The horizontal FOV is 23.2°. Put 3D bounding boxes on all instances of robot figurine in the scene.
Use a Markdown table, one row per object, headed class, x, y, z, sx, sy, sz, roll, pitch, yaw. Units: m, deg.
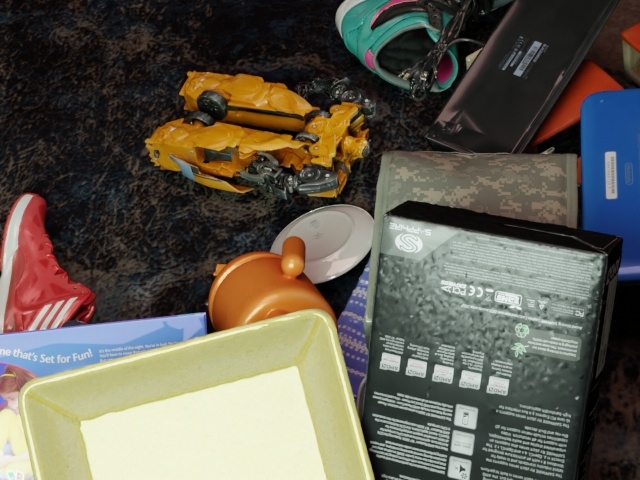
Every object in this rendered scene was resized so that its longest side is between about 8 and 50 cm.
| class | x | y | z | sx | sy | sz | roll | pitch | yaw |
| --- | --- | --- | --- | --- | --- | --- | --- | --- | --- |
| robot figurine | -0.056 | 0.087 | 1.790 | 0.128 | 0.158 | 0.219 | -20 | 25 | -11 |
| robot figurine | -0.067 | -0.137 | 2.037 | 0.291 | 0.085 | 0.211 | 12 | 54 | 21 |

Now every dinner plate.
| class | x | y | z | sx | sy | sz | roll | pitch | yaw |
| --- | --- | --- | --- | --- | --- | --- | --- | --- | --- |
| dinner plate | 0.000 | 0.000 | 1.930 | 0.141 | 0.017 | 0.141 | -15 | 38 | 12 |

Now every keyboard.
| class | x | y | z | sx | sy | sz | roll | pitch | yaw |
| --- | --- | --- | --- | --- | --- | --- | --- | --- | --- |
| keyboard | 0.229 | -0.235 | 1.971 | 0.201 | 0.033 | 0.317 | 25 | 68 | 26 |

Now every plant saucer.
| class | x | y | z | sx | sy | sz | roll | pitch | yaw |
| --- | --- | --- | --- | --- | --- | --- | --- | --- | --- |
| plant saucer | -0.109 | 0.269 | 1.589 | 0.332 | 0.081 | 0.333 | -14 | 80 | -1 |

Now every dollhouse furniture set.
| class | x | y | z | sx | sy | sz | roll | pitch | yaw |
| --- | --- | --- | --- | --- | --- | --- | --- | --- | --- |
| dollhouse furniture set | 0.347 | -0.198 | 1.975 | 0.259 | 0.135 | 0.262 | -30 | 51 | -14 |

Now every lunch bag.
| class | x | y | z | sx | sy | sz | roll | pitch | yaw |
| --- | --- | --- | --- | --- | --- | --- | --- | --- | --- |
| lunch bag | 0.176 | 0.020 | 1.761 | 0.235 | 0.169 | 0.287 | 1 | 54 | 9 |

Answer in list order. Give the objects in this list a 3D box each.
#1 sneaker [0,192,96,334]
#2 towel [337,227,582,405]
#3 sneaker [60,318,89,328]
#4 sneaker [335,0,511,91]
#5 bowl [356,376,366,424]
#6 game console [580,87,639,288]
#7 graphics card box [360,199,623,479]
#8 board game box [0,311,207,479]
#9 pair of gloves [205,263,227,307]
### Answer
| class | x | y | z | sx | sy | sz | roll | pitch | yaw |
| --- | --- | --- | --- | --- | --- | --- | --- | --- | --- |
| sneaker | -0.335 | 0.043 | 1.950 | 0.128 | 0.087 | 0.221 | 4 | 62 | 4 |
| towel | 0.147 | 0.082 | 1.838 | 0.243 | 0.040 | 0.336 | 14 | 54 | 20 |
| sneaker | -0.333 | 0.186 | 1.802 | 0.282 | 0.099 | 0.153 | -11 | 50 | -3 |
| sneaker | 0.177 | -0.295 | 2.096 | 0.295 | 0.124 | 0.178 | -21 | 44 | 3 |
| bowl | 0.111 | 0.207 | 1.695 | 0.142 | 0.053 | 0.142 | 0 | 93 | 13 |
| game console | 0.431 | -0.023 | 1.792 | 0.250 | 0.173 | 0.293 | -3 | 48 | 12 |
| graphics card box | 0.161 | 0.159 | 1.572 | 0.232 | 0.371 | 0.094 | 10 | 16 | 20 |
| board game box | -0.283 | 0.213 | 1.681 | 0.347 | 0.078 | 0.233 | -5 | 79 | -4 |
| pair of gloves | -0.102 | 0.059 | 1.925 | 0.074 | 0.010 | 0.083 | 0 | 47 | 13 |
